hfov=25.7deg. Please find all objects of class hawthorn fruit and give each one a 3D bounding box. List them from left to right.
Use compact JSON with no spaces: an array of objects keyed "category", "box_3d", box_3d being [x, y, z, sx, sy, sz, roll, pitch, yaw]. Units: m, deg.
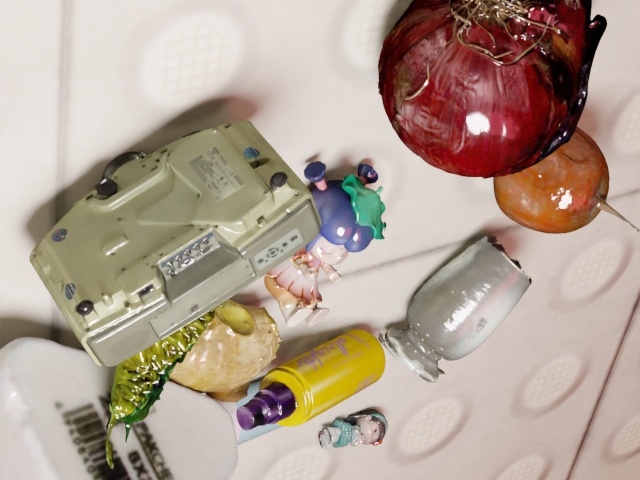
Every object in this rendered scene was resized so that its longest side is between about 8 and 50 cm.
[{"category":"hawthorn fruit","box_3d":[0.298,-0.080,1.755,0.149,0.189,0.149,-5,101,-29]}]

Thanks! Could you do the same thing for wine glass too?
[{"category":"wine glass","box_3d":[0.184,0.091,1.871,0.204,0.111,0.111,-46,142,10]}]

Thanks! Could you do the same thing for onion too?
[{"category":"onion","box_3d":[0.186,-0.200,1.515,0.281,0.221,0.281,-49,153,-37]}]

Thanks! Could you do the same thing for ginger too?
[{"category":"ginger","box_3d":[-0.128,0.133,1.662,0.216,0.102,0.157,1,134,-42]}]

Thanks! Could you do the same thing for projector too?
[{"category":"projector","box_3d":[-0.155,-0.014,1.418,0.269,0.193,0.088,-33,142,-10]}]

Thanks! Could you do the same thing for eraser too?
[{"category":"eraser","box_3d":[-0.265,0.244,1.517,0.331,0.331,0.150,10,143,-45]}]

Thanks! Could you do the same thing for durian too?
[{"category":"durian","box_3d":[-0.159,0.060,1.498,0.375,0.132,0.106,-60,138,-16]}]

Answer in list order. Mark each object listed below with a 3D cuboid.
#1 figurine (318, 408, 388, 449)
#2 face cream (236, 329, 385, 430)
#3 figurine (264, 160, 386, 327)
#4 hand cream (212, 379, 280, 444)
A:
[{"category":"figurine","box_3d":[0.048,0.274,1.993,0.106,0.047,0.060,-8,123,-32]},{"category":"face cream","box_3d":[-0.017,0.182,1.749,0.273,0.078,0.078,-20,143,-55]},{"category":"figurine","box_3d":[0.000,0.000,1.642,0.195,0.102,0.111,-52,153,19]},{"category":"hand cream","box_3d":[-0.121,0.230,1.812,0.312,0.070,0.111,-18,136,-37]}]
